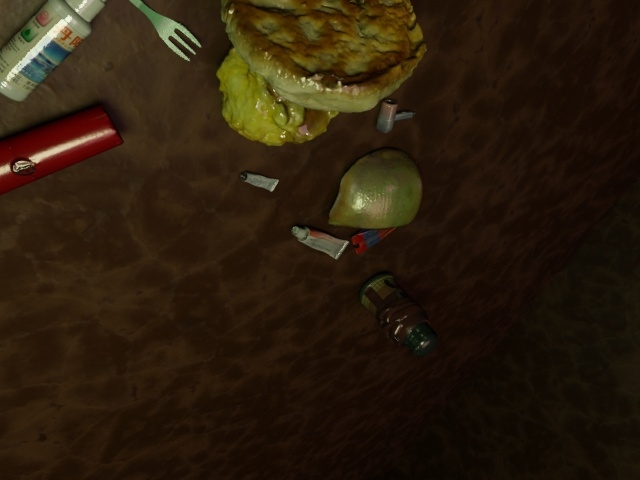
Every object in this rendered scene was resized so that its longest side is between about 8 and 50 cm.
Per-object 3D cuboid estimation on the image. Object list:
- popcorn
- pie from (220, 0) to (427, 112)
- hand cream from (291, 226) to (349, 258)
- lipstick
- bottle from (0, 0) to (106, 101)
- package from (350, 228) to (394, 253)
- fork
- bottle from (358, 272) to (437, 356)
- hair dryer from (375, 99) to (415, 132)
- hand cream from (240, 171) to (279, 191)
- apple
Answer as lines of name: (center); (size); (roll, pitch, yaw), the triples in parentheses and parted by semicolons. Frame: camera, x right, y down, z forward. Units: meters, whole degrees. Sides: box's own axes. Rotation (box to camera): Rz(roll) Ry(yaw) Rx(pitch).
popcorn: (-0.073, -0.248, 0.756); (0.198, 0.155, 0.197); (-12, 130, -14)
pie: (0.005, -0.313, 0.663); (0.316, 0.314, 0.092); (-18, 162, -25)
hand cream: (0.002, 0.000, 1.141); (0.052, 0.038, 0.216); (-29, 152, 25)
lipstick: (-0.434, -0.115, 0.654); (0.280, 0.073, 0.073); (-28, 139, -14)
bottle: (-0.339, -0.274, 0.583); (0.217, 0.060, 0.060); (-42, 141, 7)
package: (0.172, -0.039, 1.244); (0.201, 0.022, 0.083); (-33, 140, -7)
fork: (-0.263, -0.339, 0.622); (0.039, 0.021, 0.235); (-50, 139, 5)
bottle: (0.239, 0.226, 1.347); (0.156, 0.271, 0.143); (-19, 136, -24)
hair dryer: (0.176, -0.283, 1.015); (0.115, 0.037, 0.063); (-19, 135, -35)
hand cream: (-0.127, -0.124, 0.935); (0.093, 0.019, 0.030); (10, 118, -51)
apple: (0.160, -0.120, 1.091); (0.265, 0.120, 0.193); (-10, 121, -35)
